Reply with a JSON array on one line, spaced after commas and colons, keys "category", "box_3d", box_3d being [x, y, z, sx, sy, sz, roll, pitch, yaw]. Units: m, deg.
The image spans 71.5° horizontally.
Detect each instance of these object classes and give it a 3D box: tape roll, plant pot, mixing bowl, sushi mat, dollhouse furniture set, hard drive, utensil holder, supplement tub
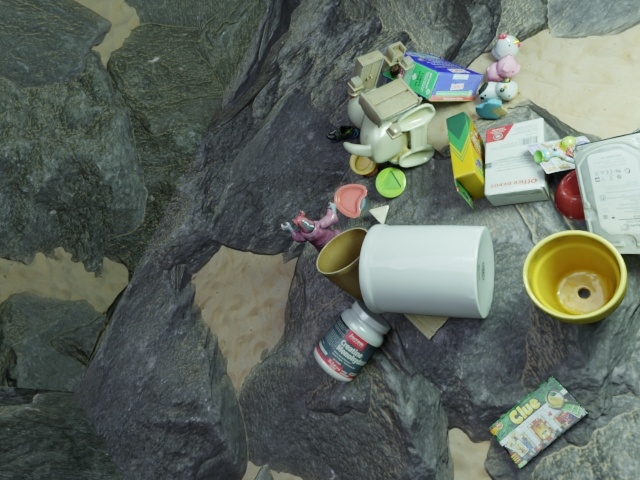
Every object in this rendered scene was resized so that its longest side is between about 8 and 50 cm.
[{"category": "tape roll", "box_3d": [0.247, -0.772, 2.130, 0.189, 0.189, 0.080, -36, 53, 21]}, {"category": "plant pot", "box_3d": [0.752, 0.128, 1.297, 0.253, 0.239, 0.254, -17, 61, 33]}, {"category": "mixing bowl", "box_3d": [0.850, -0.166, 1.444, 0.181, 0.098, 0.182, -17, 60, 32]}, {"category": "sushi mat", "box_3d": [0.363, 0.223, 1.713, 0.151, 0.019, 0.316, -52, 48, 9]}, {"category": "dollhouse furniture set", "box_3d": [0.279, -0.550, 1.738, 0.303, 0.174, 0.356, -29, 74, -17]}, {"category": "hard drive", "box_3d": [0.868, -0.129, 1.264, 0.237, 0.064, 0.339, 1, 108, 65]}, {"category": "plant pot", "box_3d": [0.152, 0.122, 1.729, 0.237, 0.254, 0.237, -30, 28, 18]}, {"category": "utensil holder", "box_3d": [0.376, 0.103, 1.542, 0.385, 0.327, 0.328, 0, 71, 31]}, {"category": "supplement tub", "box_3d": [0.121, 0.388, 1.716, 0.272, 0.191, 0.191, -53, 48, 8]}]

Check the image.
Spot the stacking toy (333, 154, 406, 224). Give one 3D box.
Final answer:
[{"category": "stacking toy", "box_3d": [0.228, -0.224, 1.994, 0.279, 0.130, 0.309, 28, 92, 16]}]

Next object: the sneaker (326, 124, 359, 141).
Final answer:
[{"category": "sneaker", "box_3d": [0.105, -0.543, 2.216, 0.188, 0.078, 0.067, 1, 71, 39]}]

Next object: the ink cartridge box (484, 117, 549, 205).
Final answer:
[{"category": "ink cartridge box", "box_3d": [0.705, -0.274, 1.595, 0.196, 0.114, 0.273, -5, 67, 36]}]

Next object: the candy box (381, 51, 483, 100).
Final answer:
[{"category": "candy box", "box_3d": [0.464, -0.692, 1.866, 0.317, 0.268, 0.122, 46, 134, 42]}]

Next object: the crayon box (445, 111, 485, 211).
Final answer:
[{"category": "crayon box", "box_3d": [0.559, -0.292, 1.663, 0.081, 0.202, 0.319, -16, 63, 33]}]

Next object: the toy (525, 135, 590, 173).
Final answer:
[{"category": "toy", "box_3d": [0.820, -0.300, 1.464, 0.237, 0.056, 0.137, -12, 56, -9]}]

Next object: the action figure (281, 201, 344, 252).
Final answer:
[{"category": "action figure", "box_3d": [0.000, 0.000, 1.861, 0.248, 0.370, 0.276, -34, 52, 21]}]

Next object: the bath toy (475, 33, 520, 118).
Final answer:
[{"category": "bath toy", "box_3d": [0.713, -0.660, 1.749, 0.151, 0.129, 0.349, 10, 77, 29]}]

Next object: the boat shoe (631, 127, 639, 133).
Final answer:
[{"category": "boat shoe", "box_3d": [1.053, -0.361, 1.371, 0.285, 0.102, 0.092, -34, 48, 17]}]

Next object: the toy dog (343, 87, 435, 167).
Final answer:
[{"category": "toy dog", "box_3d": [0.262, -0.506, 1.924, 0.395, 0.285, 0.408, -26, 47, 3]}]

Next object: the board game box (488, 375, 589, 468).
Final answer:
[{"category": "board game box", "box_3d": [0.650, 0.545, 1.337, 0.260, 0.030, 0.136, -48, 47, 12]}]
